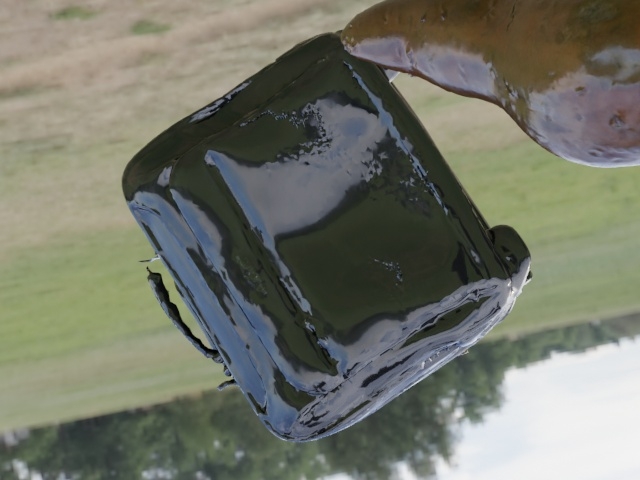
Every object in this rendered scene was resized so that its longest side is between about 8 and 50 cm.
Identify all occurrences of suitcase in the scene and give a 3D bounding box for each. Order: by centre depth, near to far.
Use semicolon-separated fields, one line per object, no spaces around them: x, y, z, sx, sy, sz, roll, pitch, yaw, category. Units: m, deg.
0.000;0.000;1.216;0.339;0.345;0.188;-33;174;7;suitcase

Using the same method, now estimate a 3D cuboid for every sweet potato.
0.156;-0.093;0.647;0.112;0.112;0.359;-8;-166;-35;sweet potato

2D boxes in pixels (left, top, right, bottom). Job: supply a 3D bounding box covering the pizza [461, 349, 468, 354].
0.142;0.114;1.627;0.100;0.099;0.029;-9;-160;22;pizza
